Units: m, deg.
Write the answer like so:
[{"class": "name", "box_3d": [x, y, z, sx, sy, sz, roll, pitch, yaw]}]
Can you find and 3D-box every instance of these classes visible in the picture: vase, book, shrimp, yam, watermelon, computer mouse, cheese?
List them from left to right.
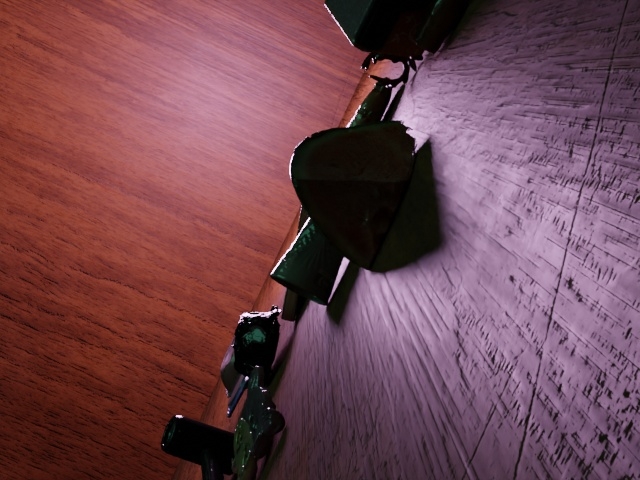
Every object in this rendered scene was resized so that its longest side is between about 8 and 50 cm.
[{"class": "cheese", "box_3d": [-0.154, 0.252, 2.332, 0.286, 0.074, 0.188, -86, 20, -68]}, {"class": "computer mouse", "box_3d": [-0.120, 0.184, 2.089, 0.241, 0.078, 0.146, 126, 156, -78]}, {"class": "book", "box_3d": [-0.034, 0.001, 2.162, 0.202, 0.027, 0.264, -87, 8, -80]}, {"class": "vase", "box_3d": [0.016, -0.021, 1.722, 0.219, 0.096, 0.096, -63, 4, -8]}, {"class": "watermelon", "box_3d": [0.027, -0.077, 1.493, 0.231, 0.146, 0.128, -75, 10, -55]}, {"class": "shrimp", "box_3d": [0.067, -0.178, 2.227, 0.294, 0.062, 0.154, -60, -6, 16]}, {"class": "yam", "box_3d": [0.204, -0.382, 1.700, 0.056, 0.057, 0.241, -71, 7, -56]}]

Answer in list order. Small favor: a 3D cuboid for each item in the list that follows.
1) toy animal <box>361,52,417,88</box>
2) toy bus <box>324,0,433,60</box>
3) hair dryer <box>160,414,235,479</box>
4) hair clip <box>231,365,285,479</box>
[{"class": "toy animal", "box_3d": [0.184, -0.390, 1.983, 0.243, 0.087, 0.260, -52, -2, -19]}, {"class": "toy bus", "box_3d": [0.135, -0.425, 1.766, 0.275, 0.167, 0.138, -60, 44, 35]}, {"class": "hair dryer", "box_3d": [-0.184, 0.366, 1.838, 0.070, 0.128, 0.255, -63, 15, 13]}, {"class": "hair clip", "box_3d": [-0.092, 0.266, 1.631, 0.187, 0.056, 0.146, -92, 21, -75]}]
